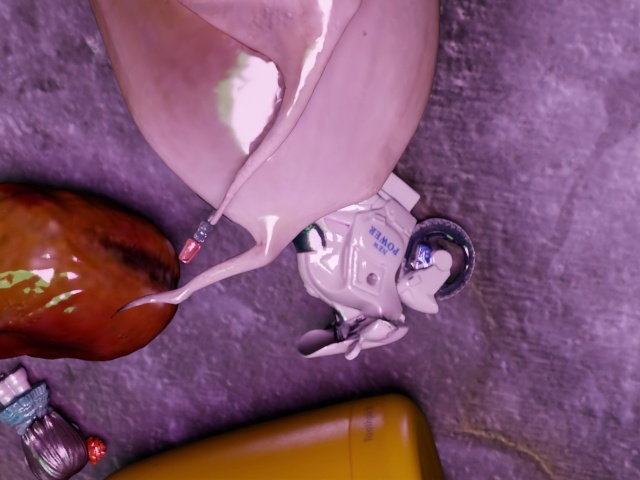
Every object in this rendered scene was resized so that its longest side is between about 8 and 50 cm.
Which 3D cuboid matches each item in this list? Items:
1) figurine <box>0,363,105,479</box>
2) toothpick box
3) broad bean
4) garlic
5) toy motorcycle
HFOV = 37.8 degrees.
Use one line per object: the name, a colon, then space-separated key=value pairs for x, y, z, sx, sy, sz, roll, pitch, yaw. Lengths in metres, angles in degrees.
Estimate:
figurine: x=-0.228 y=0.151 z=0.770 sx=0.060 sy=0.047 sz=0.106 roll=-36 pitch=98 yaw=-23
toothpick box: x=-0.041 y=0.226 z=0.718 sx=0.271 sy=0.175 sz=0.175 roll=-14 pitch=108 yaw=11
broad bean: x=-0.218 y=0.028 z=0.686 sx=0.229 sy=0.156 sz=0.122 roll=1 pitch=68 yaw=10
garlic: x=-0.047 y=-0.158 z=0.521 sx=0.246 sy=0.231 sz=0.340 roll=-13 pitch=79 yaw=-7
toy motorcycle: x=0.000 y=0.000 z=0.680 sx=0.221 sy=0.102 sz=0.150 roll=39 pitch=86 yaw=-13
